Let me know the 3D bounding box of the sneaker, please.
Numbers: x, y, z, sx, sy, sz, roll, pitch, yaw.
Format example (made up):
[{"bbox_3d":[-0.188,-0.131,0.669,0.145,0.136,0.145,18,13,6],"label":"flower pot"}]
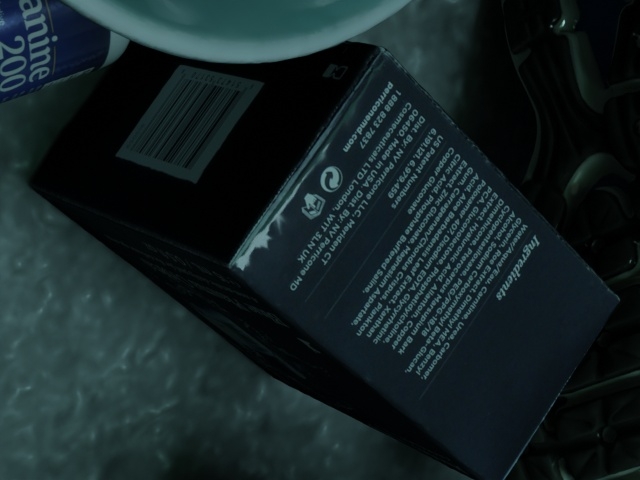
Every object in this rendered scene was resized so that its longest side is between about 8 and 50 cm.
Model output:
[{"bbox_3d":[0.162,-0.007,0.665,0.147,0.130,0.330,23,67,-42],"label":"sneaker"}]

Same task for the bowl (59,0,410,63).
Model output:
[{"bbox_3d":[-0.064,-0.218,0.448,0.311,0.163,0.311,-20,117,-46],"label":"bowl"}]

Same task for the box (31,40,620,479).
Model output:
[{"bbox_3d":[0.000,0.000,0.572,0.158,0.156,0.093,41,77,-35],"label":"box"}]

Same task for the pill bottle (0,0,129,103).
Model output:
[{"bbox_3d":[-0.109,-0.086,0.530,0.120,0.067,0.067,-24,114,-29],"label":"pill bottle"}]
